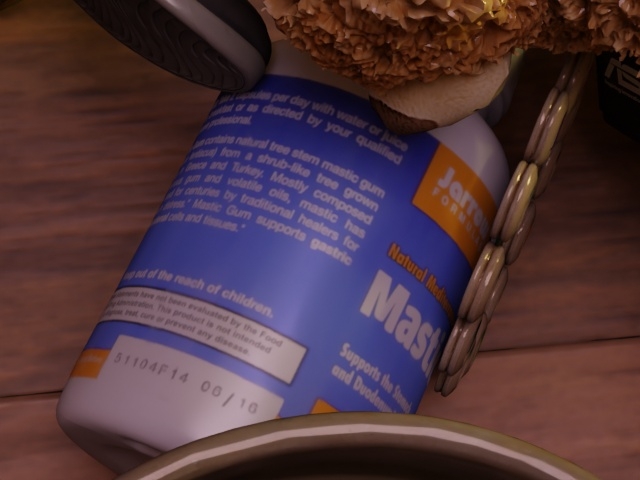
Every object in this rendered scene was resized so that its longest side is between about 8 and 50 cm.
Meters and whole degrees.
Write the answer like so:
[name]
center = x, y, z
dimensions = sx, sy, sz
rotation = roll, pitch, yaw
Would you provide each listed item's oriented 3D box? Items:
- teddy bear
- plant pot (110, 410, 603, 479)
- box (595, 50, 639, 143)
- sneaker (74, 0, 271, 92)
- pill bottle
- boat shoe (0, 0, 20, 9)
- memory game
[teddy bear]
center = 0.125, -0.126, 0.652
dimensions = 0.245, 0.113, 0.338
rotation = 34, 47, 23
[plant pot]
center = 0.000, 0.246, 0.588
dimensions = 0.323, 0.280, 0.323
rotation = 2, 75, -6
[box]
center = 0.380, -0.106, 0.718
dimensions = 0.395, 0.097, 0.318
rotation = -23, 37, -17
[sneaker]
center = -0.085, -0.173, 0.687
dimensions = 0.222, 0.083, 0.118
rotation = 41, 74, 5
[pill bottle]
center = 0.000, 0.000, 0.720
dimensions = 0.152, 0.152, 0.272
rotation = 26, 71, 1
[boat shoe]
center = -0.119, -0.257, 0.809
dimensions = 0.110, 0.104, 0.307
rotation = 35, 75, 13
[memory game]
center = 0.095, -0.010, 0.722
dimensions = 0.012, 0.186, 0.186
rotation = 22, 73, 10
